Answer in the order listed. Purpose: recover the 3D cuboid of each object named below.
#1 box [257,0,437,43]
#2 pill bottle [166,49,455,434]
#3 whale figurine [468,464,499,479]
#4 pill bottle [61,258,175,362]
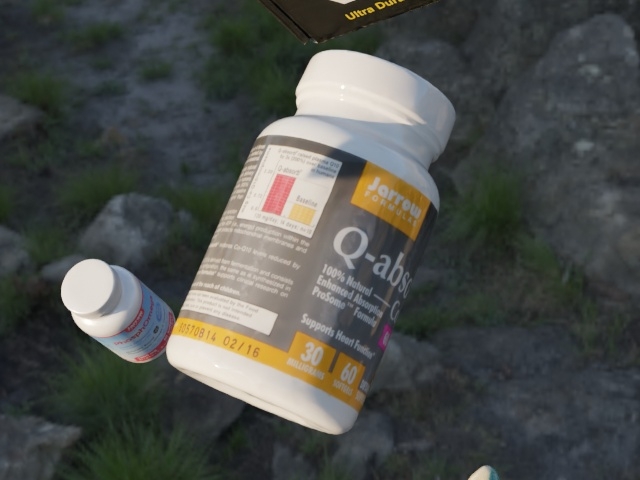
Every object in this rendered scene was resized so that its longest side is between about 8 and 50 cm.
[{"bbox_3d":[0.056,-0.220,0.450,0.322,0.257,0.079,-14,59,31],"label":"box"},{"bbox_3d":[0.000,0.000,0.886,0.162,0.162,0.278,16,77,30],"label":"pill bottle"},{"bbox_3d":[0.236,0.456,1.595,0.141,0.216,0.272,22,34,3],"label":"whale figurine"},{"bbox_3d":[-0.238,0.082,1.300,0.087,0.160,0.087,-6,66,14],"label":"pill bottle"}]
